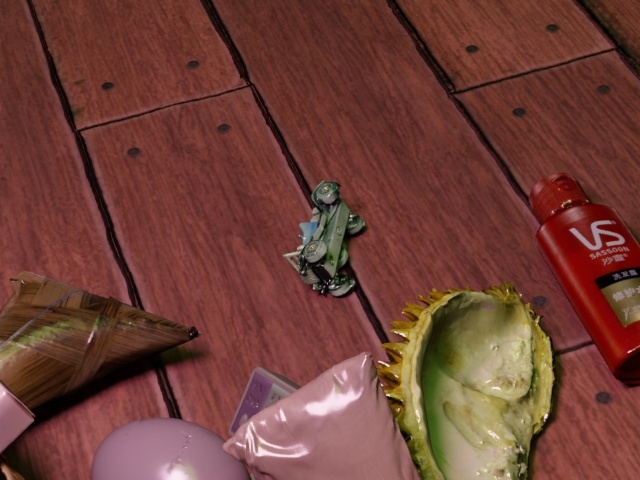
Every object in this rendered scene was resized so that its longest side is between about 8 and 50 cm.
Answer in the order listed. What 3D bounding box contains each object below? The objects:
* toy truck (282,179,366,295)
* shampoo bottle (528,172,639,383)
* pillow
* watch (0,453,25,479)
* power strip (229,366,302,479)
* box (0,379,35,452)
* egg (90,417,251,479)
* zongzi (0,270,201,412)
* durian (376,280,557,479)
[{"bbox_3d":[0.000,0.001,1.796,0.078,0.080,0.154,-18,37,26],"label":"toy truck"},{"bbox_3d":[0.345,0.038,1.713,0.118,0.076,0.314,-16,44,-7],"label":"shampoo bottle"},{"bbox_3d":[0.021,0.259,1.373,0.173,0.270,0.067,-23,9,4],"label":"pillow"},{"bbox_3d":[-0.397,0.282,1.502,0.165,0.102,0.268,-36,51,-3],"label":"watch"},{"bbox_3d":[-0.036,0.231,1.510,0.215,0.061,0.145,23,88,63],"label":"power strip"},{"bbox_3d":[-0.491,0.247,1.487,0.353,0.069,0.214,-45,45,-11],"label":"box"},{"bbox_3d":[-0.157,0.260,1.473,0.198,0.146,0.146,21,49,34],"label":"egg"},{"bbox_3d":[-0.290,0.150,1.627,0.242,0.112,0.221,14,45,18],"label":"zongzi"},{"bbox_3d":[0.155,0.170,1.541,0.198,0.163,0.394,16,41,17],"label":"durian"}]
